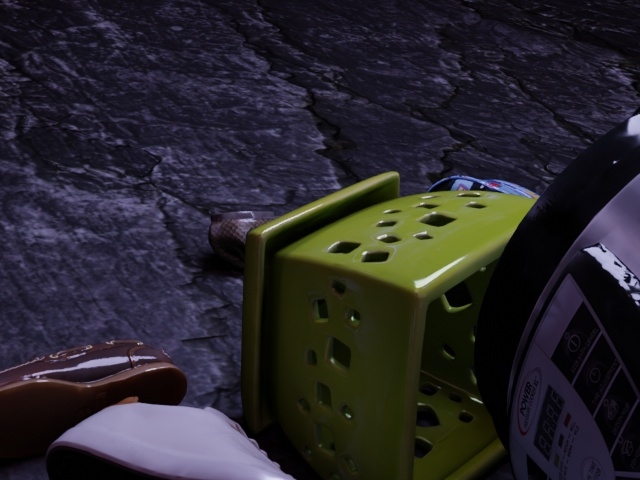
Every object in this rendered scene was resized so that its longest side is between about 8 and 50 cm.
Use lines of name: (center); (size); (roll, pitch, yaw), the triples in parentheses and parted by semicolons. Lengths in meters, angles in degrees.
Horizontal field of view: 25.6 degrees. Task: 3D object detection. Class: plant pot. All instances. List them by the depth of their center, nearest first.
plant pot: (0.057, 0.073, 1.201); (0.207, 0.228, 0.227); (22, 31, 34)

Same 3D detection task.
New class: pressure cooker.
pressure cooker: (0.318, 0.098, 1.005); (0.370, 0.375, 0.420); (-42, 44, 1)

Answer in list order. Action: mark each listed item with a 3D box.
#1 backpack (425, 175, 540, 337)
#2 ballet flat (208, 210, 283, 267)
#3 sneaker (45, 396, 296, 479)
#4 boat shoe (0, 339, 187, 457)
backpack: (0.168, 0.014, 1.380); (0.158, 0.173, 0.117); (25, 32, 29)
ballet flat: (0.000, 0.000, 1.492); (0.250, 0.058, 0.084); (0, -6, -26)
sneaker: (-0.060, 0.184, 1.076); (0.290, 0.105, 0.123); (19, 33, 22)
boat shoe: (-0.216, 0.128, 1.178); (0.207, 0.073, 0.073); (-5, 29, -38)
